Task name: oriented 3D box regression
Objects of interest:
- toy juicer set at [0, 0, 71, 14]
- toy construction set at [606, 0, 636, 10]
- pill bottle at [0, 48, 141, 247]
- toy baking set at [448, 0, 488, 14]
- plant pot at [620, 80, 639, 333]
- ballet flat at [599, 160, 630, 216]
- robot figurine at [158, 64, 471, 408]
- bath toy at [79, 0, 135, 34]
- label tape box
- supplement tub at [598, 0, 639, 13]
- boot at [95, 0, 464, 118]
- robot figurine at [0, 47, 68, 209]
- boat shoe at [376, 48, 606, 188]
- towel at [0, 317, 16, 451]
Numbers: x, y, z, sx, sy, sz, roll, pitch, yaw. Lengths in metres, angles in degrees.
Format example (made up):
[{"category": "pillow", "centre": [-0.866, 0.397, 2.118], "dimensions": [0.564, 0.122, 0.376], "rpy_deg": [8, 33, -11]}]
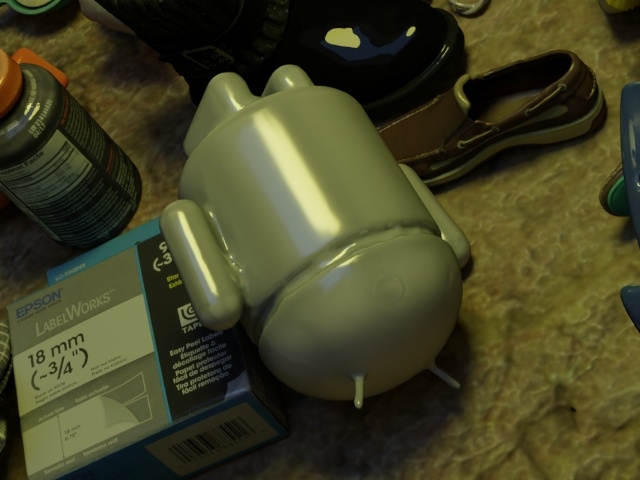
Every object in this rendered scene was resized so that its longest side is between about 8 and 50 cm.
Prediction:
[{"category": "toy juicer set", "centre": [-0.352, -0.389, 1.765], "dimensions": [0.329, 0.089, 0.209], "rpy_deg": [3, 82, 31]}, {"category": "toy construction set", "centre": [0.441, -0.219, 1.227], "dimensions": [0.328, 0.151, 0.215], "rpy_deg": [-11, 38, -6]}, {"category": "pill bottle", "centre": [-0.308, -0.105, 1.486], "dimensions": [0.130, 0.245, 0.130], "rpy_deg": [-13, 54, 19]}, {"category": "toy baking set", "centre": [0.134, -0.331, 1.552], "dimensions": [0.256, 0.030, 0.196], "rpy_deg": [-3, 61, 26]}, {"category": "plant pot", "centre": [0.367, 0.010, 1.076], "dimensions": [0.236, 0.236, 0.212], "rpy_deg": [-1, 66, 27]}, {"category": "ballet flat", "centre": [0.343, -0.089, 1.261], "dimensions": [0.206, 0.073, 0.067], "rpy_deg": [-25, 37, 1]}, {"category": "robot figurine", "centre": [0.000, 0.000, 1.265], "dimensions": [0.300, 0.199, 0.353], "rpy_deg": [-13, 59, -30]}, {"category": "bath toy", "centre": [-0.130, -0.363, 1.610], "dimensions": [0.348, 0.151, 0.129], "rpy_deg": [-42, 66, -15]}, {"category": "label tape box", "centre": [-0.189, 0.086, 1.390], "dimensions": [0.241, 0.106, 0.333], "rpy_deg": [-25, 51, 10]}, {"category": "supplement tub", "centre": [0.353, -0.323, 1.354], "dimensions": [0.200, 0.144, 0.144], "rpy_deg": [-19, 52, 15]}, {"category": "boot", "centre": [-0.049, -0.237, 1.429], "dimensions": [0.348, 0.260, 0.131], "rpy_deg": [-8, 56, 24]}, {"category": "robot figurine", "centre": [-0.387, -0.122, 1.612], "dimensions": [0.158, 0.128, 0.219], "rpy_deg": [16, 65, 38]}, {"category": "boat shoe", "centre": [0.148, -0.129, 1.363], "dimensions": [0.257, 0.095, 0.095], "rpy_deg": [-20, 52, 15]}, {"category": "towel", "centre": [-0.437, 0.127, 1.328], "dimensions": [0.284, 0.235, 0.121], "rpy_deg": [10, 91, -9]}]
